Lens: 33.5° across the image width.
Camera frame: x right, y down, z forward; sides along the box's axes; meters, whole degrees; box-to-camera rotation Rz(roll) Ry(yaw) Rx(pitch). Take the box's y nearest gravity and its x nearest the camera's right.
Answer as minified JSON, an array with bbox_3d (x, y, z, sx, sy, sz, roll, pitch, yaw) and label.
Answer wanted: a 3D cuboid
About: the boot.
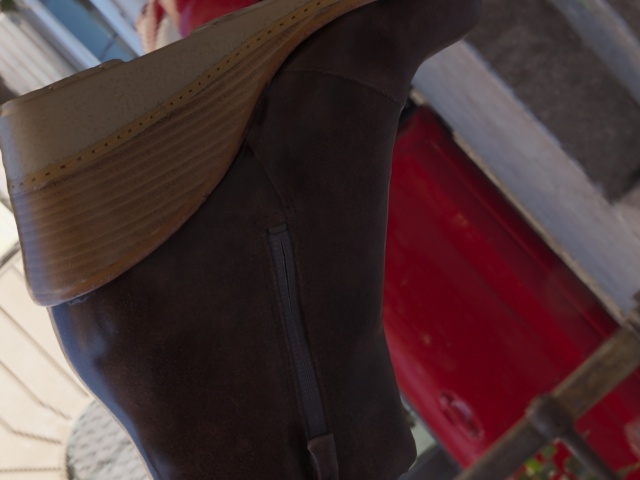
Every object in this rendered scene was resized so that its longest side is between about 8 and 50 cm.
[{"bbox_3d":[0.000,0.000,0.459,0.090,0.248,0.206,-1,115,57],"label":"boot"}]
